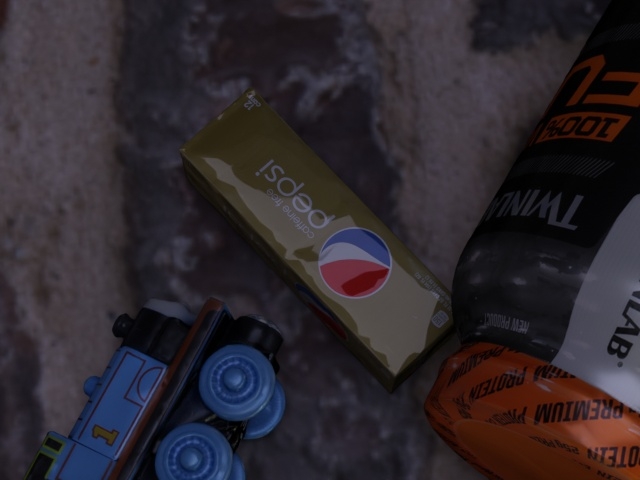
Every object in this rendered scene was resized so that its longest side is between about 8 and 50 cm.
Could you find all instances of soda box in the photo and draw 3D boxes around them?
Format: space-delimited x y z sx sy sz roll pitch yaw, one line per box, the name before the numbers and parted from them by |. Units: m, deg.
soda box | 0.000 0.000 0.937 0.058 0.061 0.181 -42 79 -10

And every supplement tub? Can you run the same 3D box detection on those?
supplement tub | 0.205 -0.014 0.862 0.207 0.207 0.338 30 73 7

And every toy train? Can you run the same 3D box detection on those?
toy train | -0.093 0.113 0.899 0.105 0.080 0.184 25 76 12
